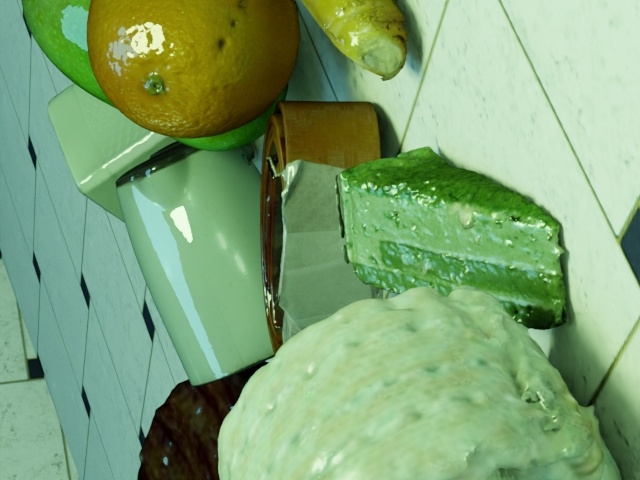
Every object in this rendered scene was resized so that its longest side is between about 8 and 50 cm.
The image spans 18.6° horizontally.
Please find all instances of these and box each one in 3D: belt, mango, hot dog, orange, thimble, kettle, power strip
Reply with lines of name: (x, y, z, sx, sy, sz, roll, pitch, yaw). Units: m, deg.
belt: (0.000, 0.000, 1.771, 0.184, 0.105, 0.261, -104, 16, -53)
mango: (-0.167, -0.219, 1.964, 0.382, 0.225, 0.201, 52, 125, 38)
hot dog: (0.003, -0.237, 1.687, 0.083, 0.068, 0.289, 35, -163, -43)
orange: (-0.114, -0.184, 1.736, 0.206, 0.206, 0.206, 167, 90, -73)
thimble: (0.078, 0.182, 1.431, 0.195, 0.292, 0.291, -119, 23, -45)
kettle: (-0.104, 0.006, 2.026, 0.236, 0.161, 0.221, 64, -166, -4)
power strip: (-0.164, -0.137, 2.141, 0.140, 0.224, 0.139, 40, -159, -53)

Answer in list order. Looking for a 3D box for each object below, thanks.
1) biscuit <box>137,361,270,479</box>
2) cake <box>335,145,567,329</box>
biscuit: (-0.065, 0.327, 2.116, 0.407, 0.091, 0.407, 9, 101, 53)
cake: (0.128, -0.004, 1.536, 0.235, 0.099, 0.100, 14, 118, 47)
